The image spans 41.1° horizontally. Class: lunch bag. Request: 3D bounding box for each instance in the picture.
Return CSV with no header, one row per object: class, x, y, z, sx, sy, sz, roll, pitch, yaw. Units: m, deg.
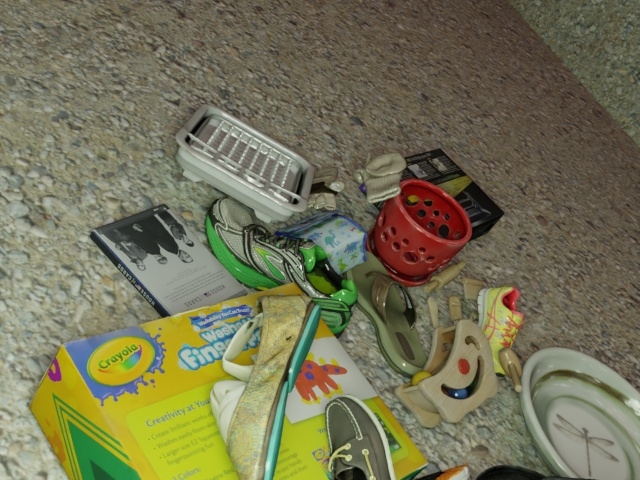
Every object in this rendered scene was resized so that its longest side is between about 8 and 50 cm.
lunch bag,0.000,0.000,1.705,0.129,0.096,0.151,-24,41,-29

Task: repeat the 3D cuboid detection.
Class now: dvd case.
dvd case,-0.264,0.044,1.508,0.239,0.029,0.179,46,36,13

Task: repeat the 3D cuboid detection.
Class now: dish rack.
dish rack,-0.155,-0.152,1.741,0.285,0.072,0.333,29,22,-8

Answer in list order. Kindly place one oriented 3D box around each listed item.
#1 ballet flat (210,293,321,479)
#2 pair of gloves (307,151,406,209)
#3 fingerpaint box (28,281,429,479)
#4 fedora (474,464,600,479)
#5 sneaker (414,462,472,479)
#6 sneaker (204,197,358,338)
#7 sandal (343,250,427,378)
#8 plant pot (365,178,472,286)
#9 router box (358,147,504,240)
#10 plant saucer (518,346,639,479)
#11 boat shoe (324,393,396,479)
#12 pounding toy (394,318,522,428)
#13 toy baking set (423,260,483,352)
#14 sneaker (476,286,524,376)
ballet flat,-0.085,0.192,1.143,0.123,0.123,0.348,29,36,-8
pair of gloves,0.065,-0.130,1.824,0.204,0.240,0.042,-71,146,-58
fingerpaint box,-0.122,0.283,1.232,0.444,0.163,0.371,-13,58,-48
fedora,0.383,0.444,1.258,0.334,0.152,0.334,23,38,-19
sneaker,0.201,0.440,1.359,0.121,0.099,0.262,69,17,6
sneaker,-0.066,0.030,1.586,0.343,0.146,0.134,39,35,8
sandal,0.145,0.132,1.693,0.120,0.086,0.303,2,47,-38
plant pot,0.198,-0.008,1.822,0.191,0.174,0.191,23,37,-18
router box,0.273,-0.095,2.067,0.243,0.081,0.309,49,37,18
plant saucer,0.539,0.399,1.697,0.400,0.100,0.400,22,37,-18
boat shoe,0.052,0.308,1.139,0.068,0.081,0.228,7,48,-41
pounding toy,0.274,0.228,1.578,0.269,0.155,0.154,-23,87,-42
toy baking set,0.295,0.151,1.799,0.256,0.030,0.197,-21,80,-47
sneaker,0.381,0.182,1.786,0.081,0.094,0.208,32,49,-40
